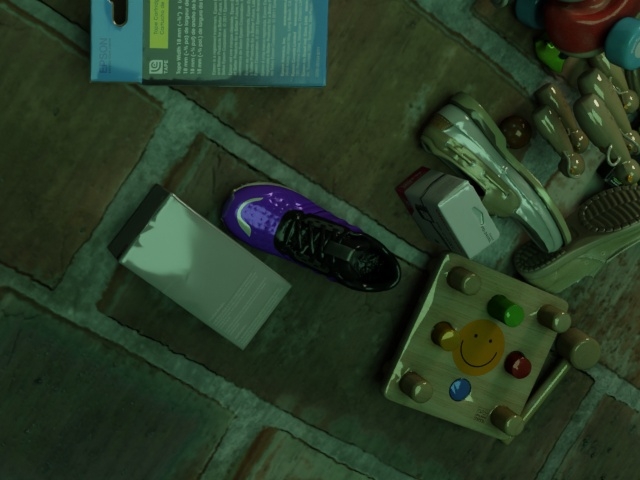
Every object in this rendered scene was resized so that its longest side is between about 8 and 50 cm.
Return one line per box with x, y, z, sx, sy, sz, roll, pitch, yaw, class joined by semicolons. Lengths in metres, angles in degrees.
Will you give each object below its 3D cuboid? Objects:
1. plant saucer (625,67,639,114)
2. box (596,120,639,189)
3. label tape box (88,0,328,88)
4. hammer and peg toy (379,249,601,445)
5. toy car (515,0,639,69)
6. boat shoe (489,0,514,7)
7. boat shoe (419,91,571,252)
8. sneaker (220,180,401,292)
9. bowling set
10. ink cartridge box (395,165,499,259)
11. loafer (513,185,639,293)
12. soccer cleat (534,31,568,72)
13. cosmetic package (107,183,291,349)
0.636;-0.304;1.983;0.278;0.041;0.277;-5;104;-21;plant saucer
0.588;-0.129;1.977;0.191;0.045;0.184;34;107;-24;box
-0.158;-0.334;1.630;0.334;0.106;0.240;-1;102;-20;label tape box
0.291;0.195;1.913;0.361;0.127;0.265;23;93;-24;hammer and peg toy
0.390;-0.403;1.722;0.210;0.219;0.238;-51;141;-4;toy car
0.275;-0.518;1.755;0.096;0.112;0.335;-15;103;-13;boat shoe
0.270;-0.086;1.858;0.103;0.113;0.302;-42;102;-6;boat shoe
0.001;-0.001;1.746;0.293;0.146;0.102;23;93;-24;sneaker
0.399;-0.171;1.870;0.200;0.287;0.154;-26;108;32;bowling set
0.193;-0.044;1.808;0.063;0.150;0.109;-38;112;-10;ink cartridge box
0.445;0.001;1.947;0.269;0.102;0.092;-26;134;2;loafer
0.414;-0.345;1.882;0.179;0.060;0.072;-46;123;1;soccer cleat
-0.174;0.038;1.714;0.238;0.107;0.127;40;86;-21;cosmetic package
